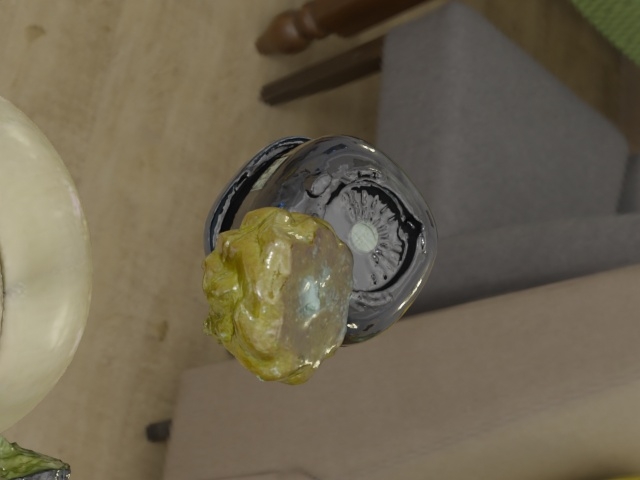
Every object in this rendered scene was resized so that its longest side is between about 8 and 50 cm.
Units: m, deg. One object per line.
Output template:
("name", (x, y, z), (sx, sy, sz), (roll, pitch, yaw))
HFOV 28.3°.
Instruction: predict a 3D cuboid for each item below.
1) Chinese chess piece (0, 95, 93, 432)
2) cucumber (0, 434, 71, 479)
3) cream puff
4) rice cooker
("Chinese chess piece", (-0.359, 0.019, 1.088), (0.140, 0.338, 0.338), (-17, 90, -66))
("cucumber", (-0.227, 0.262, 0.733), (0.072, 0.081, 0.303), (53, 55, -72))
("cream puff", (-0.045, 0.037, 1.008), (0.146, 0.116, 0.146), (-20, 114, -53))
("rice cooker", (0.000, 0.000, 1.563), (0.267, 0.224, 0.267), (2, 86, -29))
